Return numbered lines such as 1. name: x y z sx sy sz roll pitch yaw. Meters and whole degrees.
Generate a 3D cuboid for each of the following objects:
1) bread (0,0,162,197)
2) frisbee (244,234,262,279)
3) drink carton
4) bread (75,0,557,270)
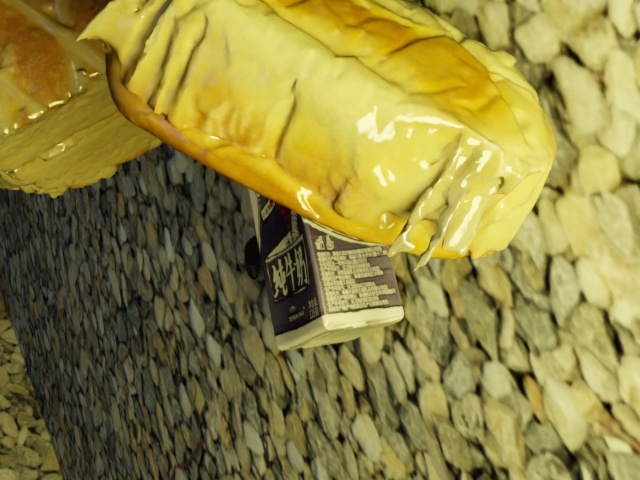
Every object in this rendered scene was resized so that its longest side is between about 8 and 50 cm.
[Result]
1. bread: -0.358 -0.296 1.325 0.390 0.371 0.279 55 167 10
2. frisbee: -0.052 -0.002 1.319 0.187 0.012 0.211 55 141 41
3. drink carton: 0.000 -0.001 1.129 0.134 0.102 0.222 147 115 -62
4. bread: 0.003 -0.116 0.862 0.389 0.236 0.183 32 126 9
